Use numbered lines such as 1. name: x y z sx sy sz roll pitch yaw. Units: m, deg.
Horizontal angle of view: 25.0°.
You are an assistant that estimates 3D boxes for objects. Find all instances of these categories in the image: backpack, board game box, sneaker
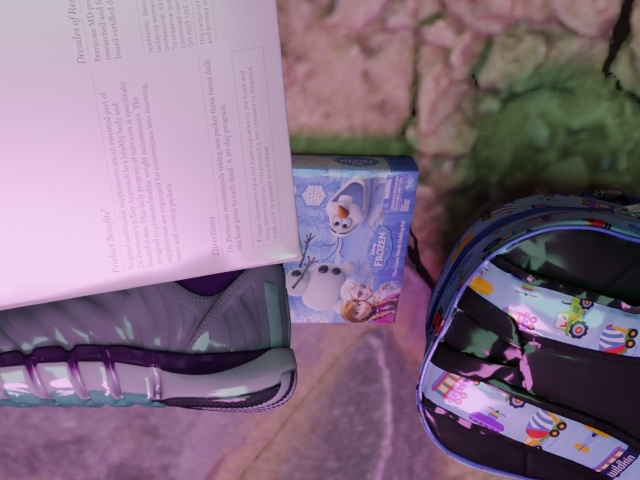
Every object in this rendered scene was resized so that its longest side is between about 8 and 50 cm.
1. backpack: 0.128 0.047 0.738 0.173 0.117 0.158 15 114 -21
2. board game box: 0.000 0.000 0.738 0.090 0.020 0.090 1 117 -12
3. sneaker: -0.122 0.034 0.709 0.223 0.083 0.098 1 81 2

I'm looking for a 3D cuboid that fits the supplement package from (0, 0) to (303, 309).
1. supplement package: -0.126 -0.091 0.584 0.203 0.149 0.194 -10 120 -8
